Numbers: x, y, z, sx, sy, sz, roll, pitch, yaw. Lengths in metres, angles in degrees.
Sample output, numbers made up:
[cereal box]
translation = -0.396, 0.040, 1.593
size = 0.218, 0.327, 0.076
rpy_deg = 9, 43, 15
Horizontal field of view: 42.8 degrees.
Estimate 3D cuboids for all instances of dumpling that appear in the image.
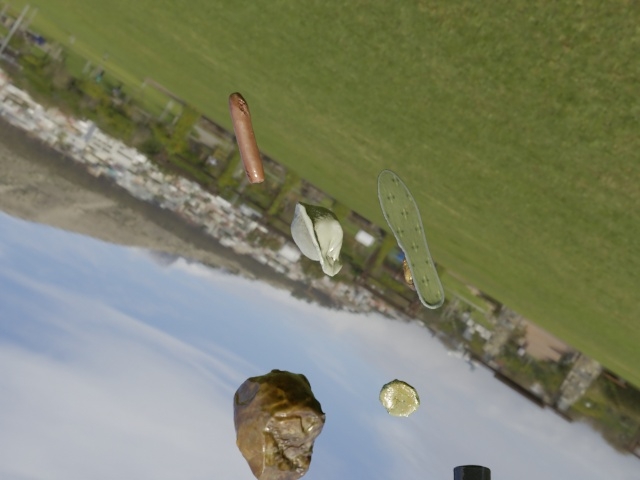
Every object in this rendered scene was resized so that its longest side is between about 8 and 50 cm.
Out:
[dumpling]
translation = -0.002, -0.002, 1.981
size = 0.216, 0.126, 0.166
rpy_deg = 94, 163, -54

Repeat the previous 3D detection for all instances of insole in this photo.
[insole]
translation = 0.197, -0.005, 1.776
size = 0.109, 0.322, 0.007
rpy_deg = -14, 172, -39

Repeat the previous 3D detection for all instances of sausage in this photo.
[sausage]
translation = -0.148, -0.206, 1.634
size = 0.043, 0.043, 0.186
rpy_deg = -139, 35, -84

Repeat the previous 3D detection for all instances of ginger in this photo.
[ginger]
translation = -0.124, 0.462, 2.095
size = 0.200, 0.269, 0.223
rpy_deg = 10, -160, -36

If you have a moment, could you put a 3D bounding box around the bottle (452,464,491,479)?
[bottle]
translation = 0.279, 0.534, 1.476
size = 0.082, 0.244, 0.072
rpy_deg = -7, 148, 21

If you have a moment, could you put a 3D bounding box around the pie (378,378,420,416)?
[pie]
translation = 0.158, 0.314, 1.623
size = 0.084, 0.084, 0.020
rpy_deg = 32, -157, -1

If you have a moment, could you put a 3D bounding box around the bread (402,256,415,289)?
[bread]
translation = 0.218, 0.071, 1.880
size = 0.081, 0.046, 0.083
rpy_deg = -42, -65, -64
